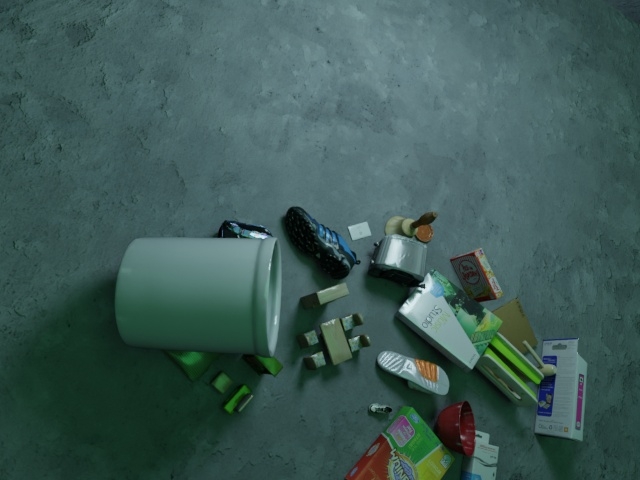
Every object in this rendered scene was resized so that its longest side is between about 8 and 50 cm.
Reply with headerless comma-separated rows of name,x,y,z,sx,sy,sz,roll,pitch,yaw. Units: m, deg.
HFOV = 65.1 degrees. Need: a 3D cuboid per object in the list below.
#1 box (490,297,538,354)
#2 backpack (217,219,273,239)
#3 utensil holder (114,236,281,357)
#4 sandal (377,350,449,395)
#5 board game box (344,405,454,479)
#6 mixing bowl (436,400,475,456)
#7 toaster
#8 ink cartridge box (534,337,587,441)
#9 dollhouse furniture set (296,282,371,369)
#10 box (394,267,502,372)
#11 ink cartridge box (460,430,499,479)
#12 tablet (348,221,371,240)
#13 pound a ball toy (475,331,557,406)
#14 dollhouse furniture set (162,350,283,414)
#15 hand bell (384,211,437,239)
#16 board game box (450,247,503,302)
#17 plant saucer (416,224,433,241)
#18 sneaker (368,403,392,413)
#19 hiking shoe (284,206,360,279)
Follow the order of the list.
box,0.764,0.351,1.989,0.164,0.021,0.201,-21,87,-24
backpack,-0.241,0.023,1.600,0.173,0.117,0.159,6,75,-20
utensil holder,-0.312,0.148,1.370,0.384,0.328,0.328,1,76,1
sandal,0.319,0.464,1.756,0.265,0.076,0.102,23,53,6
board game box,0.268,0.755,1.661,0.316,0.064,0.242,-42,95,-25
mixing bowl,0.463,0.648,1.731,0.181,0.098,0.182,28,57,-53
toaster,0.292,0.073,1.797,0.226,0.129,0.147,17,68,-6
ink cartridge box,0.920,0.563,1.916,0.069,0.175,0.371,19,71,-18
dollhouse furniture set,0.042,0.277,1.631,0.212,0.161,0.242,-17,84,-25
box,0.463,0.282,1.808,0.322,0.058,0.232,38,65,10
ink cartridge box,0.569,0.775,1.783,0.104,0.060,0.180,20,70,-17
tablet,0.144,-0.034,1.836,0.083,0.006,0.054,-16,84,-25
pound a ball toy,0.717,0.471,1.888,0.319,0.135,0.208,42,52,-8
dollhouse furniture set,-0.297,0.342,1.479,0.301,0.151,0.197,47,65,-6
hand bell,0.345,-0.058,1.794,0.126,0.242,0.126,6,75,-22
board game box,0.591,0.136,1.902,0.045,0.146,0.194,-23,86,-26
plant saucer,0.398,-0.035,1.937,0.083,0.013,0.084,6,74,-21
sneaker,0.205,0.569,1.696,0.083,0.037,0.032,5,77,-20
hiking shoe,0.000,0.000,1.732,0.304,0.113,0.132,49,34,2
